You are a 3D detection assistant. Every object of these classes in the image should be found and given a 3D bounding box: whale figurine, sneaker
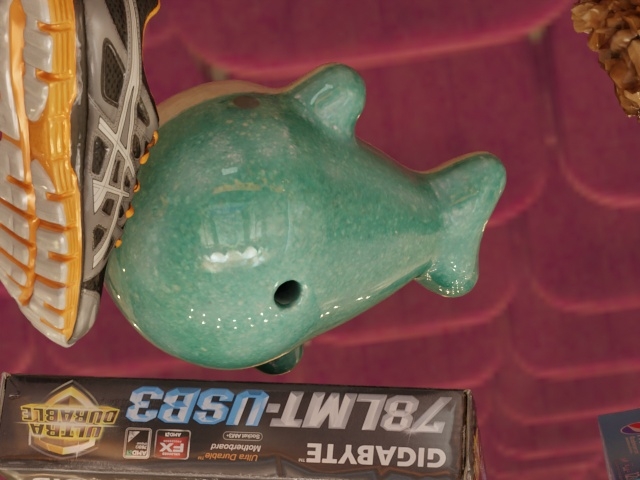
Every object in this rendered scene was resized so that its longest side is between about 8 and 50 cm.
[{"bbox_3d":[0.000,0.000,1.116,0.272,0.216,0.141,3,-154,-26],"label":"whale figurine"},{"bbox_3d":[-0.124,-0.044,0.951,0.083,0.214,0.084,-16,-147,-39],"label":"sneaker"}]

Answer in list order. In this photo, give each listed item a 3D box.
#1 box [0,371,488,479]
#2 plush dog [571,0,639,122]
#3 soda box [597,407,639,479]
[{"bbox_3d":[-0.037,0.167,1.204,0.296,0.073,0.293,1,159,8],"label":"box"},{"bbox_3d":[0.199,-0.133,0.621,0.225,0.262,0.211,6,158,44],"label":"plush dog"},{"bbox_3d":[0.289,0.205,1.582,0.071,0.067,0.210,-11,-170,6],"label":"soda box"}]
